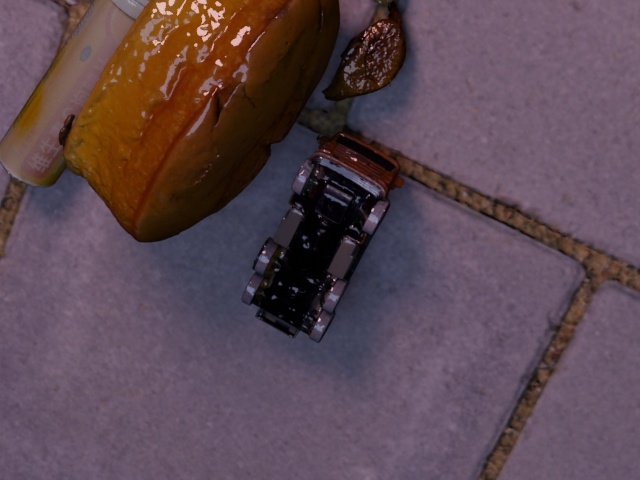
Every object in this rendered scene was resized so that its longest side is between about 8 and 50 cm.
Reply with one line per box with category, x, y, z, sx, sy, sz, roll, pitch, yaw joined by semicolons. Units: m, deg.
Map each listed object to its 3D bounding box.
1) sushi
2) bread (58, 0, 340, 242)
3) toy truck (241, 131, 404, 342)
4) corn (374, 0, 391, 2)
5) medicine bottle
sushi;0.041;-0.150;1.662;0.050;0.047;0.099;43;98;-15
bread;-0.092;-0.119;1.630;0.142;0.195;0.270;37;112;11
toy truck;0.000;0.000;1.705;0.083;0.092;0.192;29;122;5
corn;0.050;-0.241;1.629;0.037;0.037;0.092;6;112;14
medicine bottle;-0.200;-0.143;1.718;0.074;0.074;0.218;38;117;0
